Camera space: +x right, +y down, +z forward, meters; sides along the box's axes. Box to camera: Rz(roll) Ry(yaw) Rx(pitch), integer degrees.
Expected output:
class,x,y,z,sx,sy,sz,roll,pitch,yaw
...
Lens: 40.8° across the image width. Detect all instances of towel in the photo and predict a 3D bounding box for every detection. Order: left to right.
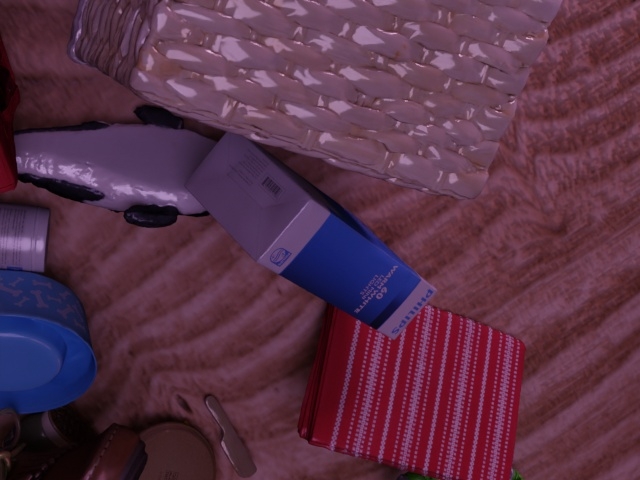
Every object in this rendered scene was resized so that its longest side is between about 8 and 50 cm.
class,x,y,z,sx,sy,sz,roll,pitch,yaw
towel,0.115,0.172,1.009,0.275,0.031,0.198,20,68,-20

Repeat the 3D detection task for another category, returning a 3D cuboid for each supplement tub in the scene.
class,x,y,z,sx,sy,sz,roll,pitch,yaw
supplement tub,-0.330,-0.004,0.864,0.107,0.071,0.070,6,107,-15

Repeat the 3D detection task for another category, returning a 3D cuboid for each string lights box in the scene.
class,x,y,z,sx,sy,sz,roll,pitch,yaw
string lights box,0.000,0.000,0.854,0.076,0.133,0.260,-50,141,5

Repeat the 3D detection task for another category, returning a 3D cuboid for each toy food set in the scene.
class,x,y,z,sx,sy,sz,roll,pitch,yaw
toy food set,-0.178,0.275,0.993,0.192,0.039,0.132,-33,104,-30

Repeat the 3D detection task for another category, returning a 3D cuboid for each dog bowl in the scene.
class,x,y,z,sx,sy,sz,roll,pitch,yaw
dog bowl,-0.375,0.095,0.858,0.298,0.074,0.165,4,135,-15

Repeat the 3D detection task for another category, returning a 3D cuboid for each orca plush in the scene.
class,x,y,z,sx,sy,sz,roll,pitch,yaw
orca plush,-0.211,-0.047,0.862,0.287,0.151,0.102,-10,148,-26

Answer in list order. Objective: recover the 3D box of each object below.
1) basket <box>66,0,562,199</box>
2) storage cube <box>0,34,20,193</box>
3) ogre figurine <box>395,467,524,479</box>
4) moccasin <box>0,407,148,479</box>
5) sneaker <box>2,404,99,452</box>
class,x,y,z,sx,sy,sz,roll,pitch,yaw
basket,0.008,-0.232,0.714,0.332,0.266,0.328,16,103,-29
storage cube,-0.372,-0.151,0.707,0.215,0.183,0.193,-10,137,-10
ogre figurine,0.165,0.315,1.084,0.197,0.096,0.118,-12,123,2
moccasin,-0.320,0.266,0.874,0.380,0.139,0.147,-29,108,38
sneaker,-0.282,0.267,0.980,0.086,0.064,0.192,-25,118,11
